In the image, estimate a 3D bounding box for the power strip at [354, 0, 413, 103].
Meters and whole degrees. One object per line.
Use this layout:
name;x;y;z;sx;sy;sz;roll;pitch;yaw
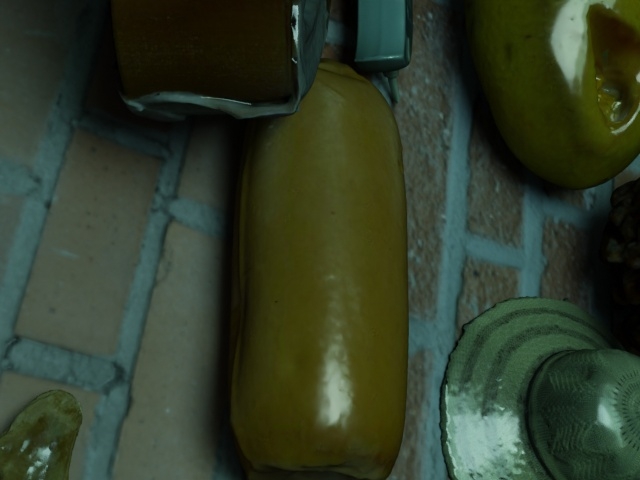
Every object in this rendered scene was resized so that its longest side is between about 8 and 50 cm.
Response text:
power strip;0.052;-0.222;0.795;0.137;0.044;0.216;-48;135;-75

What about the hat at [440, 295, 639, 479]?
hat;0.228;0.147;0.774;0.252;0.110;0.252;11;67;-28

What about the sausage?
sausage;0.002;-0.002;0.690;0.134;0.116;0.354;11;63;-21

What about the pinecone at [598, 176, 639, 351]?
pinecone;0.366;0.030;0.837;0.272;0.224;0.224;54;50;-33

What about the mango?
mango;0.245;-0.221;0.894;0.252;0.182;0.365;19;74;-27

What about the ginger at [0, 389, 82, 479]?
ginger;-0.171;0.154;0.564;0.057;0.044;0.137;-1;64;-2

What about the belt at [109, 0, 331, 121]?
belt;-0.057;-0.230;0.662;0.122;0.217;0.339;3;55;6
